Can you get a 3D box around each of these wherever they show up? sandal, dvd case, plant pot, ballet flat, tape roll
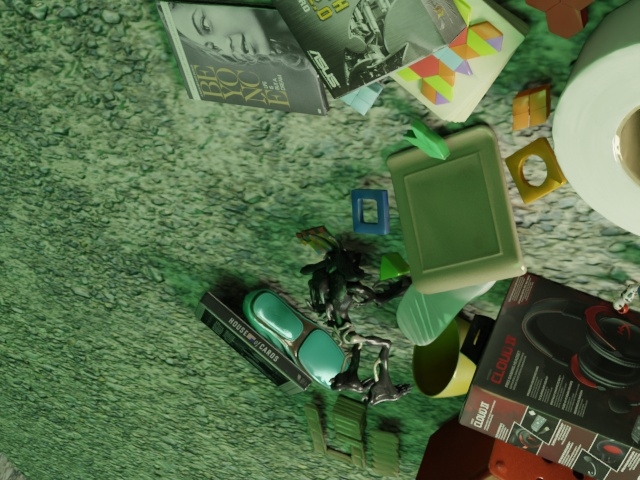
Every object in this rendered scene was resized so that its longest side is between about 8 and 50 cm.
[{"bbox_3d":[0.193,0.047,1.380,0.102,0.076,0.265,48,135,15],"label":"sandal"},{"bbox_3d":[-0.103,-0.245,1.291,0.221,0.018,0.165,11,140,25],"label":"dvd case"},{"bbox_3d":[0.317,0.416,1.600,0.267,0.267,0.236,30,132,1],"label":"plant pot"},{"bbox_3d":[-0.043,0.170,1.706,0.247,0.083,0.087,45,166,-19],"label":"ballet flat"},{"bbox_3d":[0.396,-0.122,1.019,0.286,0.100,0.286,19,142,15],"label":"tape roll"},{"bbox_3d":[-0.125,0.189,1.736,0.238,0.029,0.179,40,164,0],"label":"dvd case"},{"bbox_3d":[0.217,0.183,1.501,0.095,0.134,0.134,14,150,-24],"label":"plant pot"}]

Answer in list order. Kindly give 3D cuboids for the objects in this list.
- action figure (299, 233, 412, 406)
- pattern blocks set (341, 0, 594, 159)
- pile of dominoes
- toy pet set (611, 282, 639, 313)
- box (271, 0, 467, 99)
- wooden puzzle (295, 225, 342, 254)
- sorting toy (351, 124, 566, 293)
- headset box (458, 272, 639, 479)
[{"bbox_3d":[0.059,0.108,1.504,0.164,0.141,0.276,3,110,44],"label":"action figure"},{"bbox_3d":[0.144,-0.225,1.116,0.285,0.026,0.325,29,141,8],"label":"pattern blocks set"},{"bbox_3d":[0.072,0.390,1.927,0.196,0.040,0.251,17,150,16],"label":"pile of dominoes"},{"bbox_3d":[0.434,0.098,1.248,0.122,0.065,0.114,45,136,29],"label":"toy pet set"},{"bbox_3d":[0.029,-0.291,1.076,0.183,0.056,0.231,-17,112,46],"label":"box"},{"bbox_3d":[0.000,0.000,1.519,0.083,0.006,0.049,-15,125,44],"label":"wooden puzzle"},{"bbox_3d":[0.182,-0.038,1.269,0.347,0.047,0.196,-16,87,46],"label":"sorting toy"},{"bbox_3d":[0.337,0.184,1.324,0.293,0.218,0.110,21,142,13],"label":"headset box"}]
